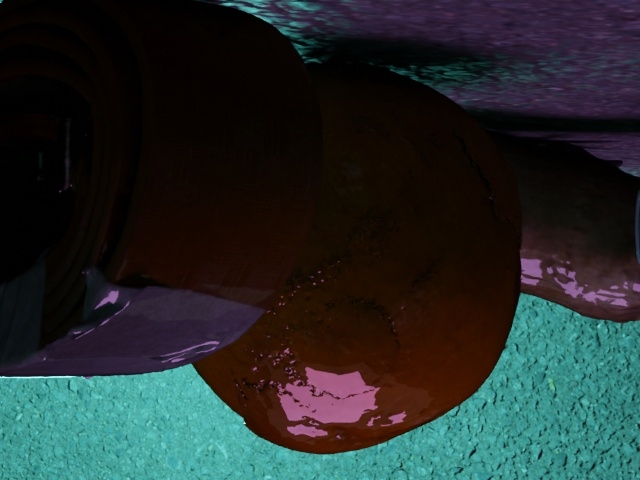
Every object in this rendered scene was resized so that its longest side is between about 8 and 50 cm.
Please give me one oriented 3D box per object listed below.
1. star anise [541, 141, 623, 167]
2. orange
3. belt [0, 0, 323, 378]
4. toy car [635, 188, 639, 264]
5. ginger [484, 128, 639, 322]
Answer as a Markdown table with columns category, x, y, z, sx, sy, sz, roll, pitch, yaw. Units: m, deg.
| category | x | y | z | sx | sy | sz | roll | pitch | yaw |
| --- | --- | --- | --- | --- | --- | --- | --- | --- | --- |
| star anise | 0.211 | -0.067 | 1.178 | 0.181 | 0.061 | 0.204 | 3 | 179 | 3 |
| orange | 0.013 | 0.008 | 0.734 | 0.240 | 0.240 | 0.240 | 3 | 180 | 0 |
| belt | -0.111 | -0.024 | 0.561 | 0.105 | 0.184 | 0.261 | 4 | 180 | -38 |
| toy car | 0.367 | -0.011 | 0.819 | 0.271 | 0.180 | 0.212 | 4 | -169 | 37 |
| ginger | 0.184 | -0.010 | 0.993 | 0.276 | 0.130 | 0.221 | 24 | -163 | 28 |
